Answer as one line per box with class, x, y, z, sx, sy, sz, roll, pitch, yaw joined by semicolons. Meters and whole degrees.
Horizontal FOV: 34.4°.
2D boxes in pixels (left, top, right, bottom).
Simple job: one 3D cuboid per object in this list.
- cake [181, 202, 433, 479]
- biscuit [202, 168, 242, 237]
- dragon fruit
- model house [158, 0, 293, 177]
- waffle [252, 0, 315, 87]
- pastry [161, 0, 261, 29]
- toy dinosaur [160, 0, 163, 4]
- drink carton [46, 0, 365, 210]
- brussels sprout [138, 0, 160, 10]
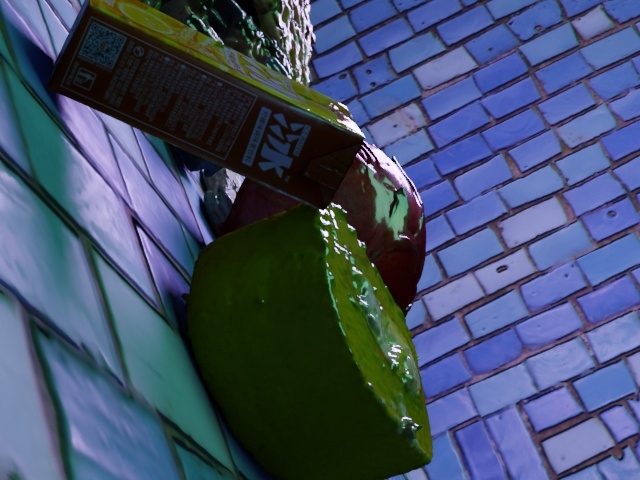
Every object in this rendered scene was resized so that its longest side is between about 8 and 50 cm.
cake;0.000;0.105;0.851;0.260;0.156;0.179;56;22;-37
biscuit;-0.105;-0.026;1.335;0.147;0.046;0.250;62;3;-19
dragon fruit;0.005;0.009;1.124;0.241;0.252;0.241;29;-4;2
model house;-0.129;-0.183;1.211;0.183;0.166;0.172;50;13;-31
waffle;-0.054;-0.334;1.392;0.291;0.051;0.291;-9;90;-79
pastry;-0.171;-0.296;1.473;0.275;0.193;0.275;175;-90;-82
toy dinosaur;-0.248;-0.317;1.323;0.096;0.059;0.132;56;-10;22
drink carton;-0.083;-0.108;0.776;0.223;0.071;0.096;24;17;-18
brussels sprout;-0.230;-0.281;1.186;0.085;0.058;0.085;44;29;-32
